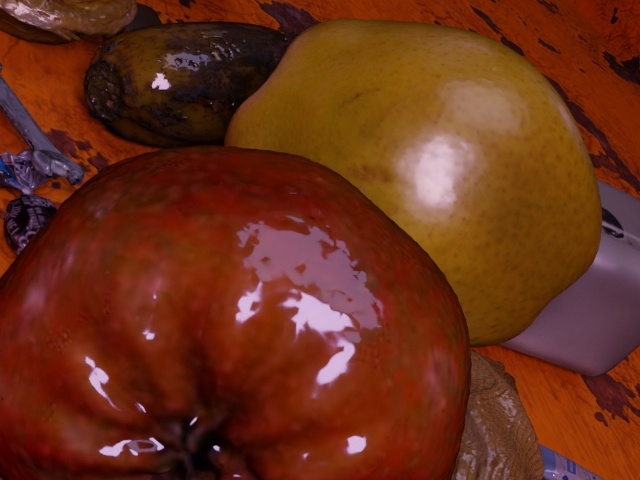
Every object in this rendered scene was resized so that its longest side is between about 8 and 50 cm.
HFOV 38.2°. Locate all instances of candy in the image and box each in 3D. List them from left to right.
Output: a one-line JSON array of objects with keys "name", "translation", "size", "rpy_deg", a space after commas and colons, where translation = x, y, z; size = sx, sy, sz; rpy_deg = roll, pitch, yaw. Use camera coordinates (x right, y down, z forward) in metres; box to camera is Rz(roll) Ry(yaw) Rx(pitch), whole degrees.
[{"name": "candy", "translation": [-0.305, -0.022, 1.002], "size": [0.094, 0.051, 0.226], "rpy_deg": [15, 38, -39]}]

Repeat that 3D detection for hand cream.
[{"name": "hand cream", "translation": [0.357, 0.331, 1.237], "size": [0.170, 0.043, 0.065], "rpy_deg": [30, 27, -5]}]

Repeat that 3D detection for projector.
[{"name": "projector", "translation": [0.367, 0.036, 1.426], "size": [0.249, 0.248, 0.248], "rpy_deg": [21, 35, -27]}]

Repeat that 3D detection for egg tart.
[{"name": "egg tart", "translation": [-0.397, -0.360, 1.284], "size": [0.295, 0.116, 0.295], "rpy_deg": [28, 34, -21]}]

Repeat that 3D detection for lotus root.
[{"name": "lotus root", "translation": [-0.139, -0.212, 1.284], "size": [0.196, 0.179, 0.397], "rpy_deg": [12, 16, 42]}]

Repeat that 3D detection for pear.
[{"name": "pear", "translation": [0.106, -0.066, 1.041], "size": [0.418, 0.362, 0.362], "rpy_deg": [34, 31, 6]}]

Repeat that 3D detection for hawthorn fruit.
[{"name": "hawthorn fruit", "translation": [-0.066, 0.105, 0.794], "size": [0.403, 0.403, 0.403], "rpy_deg": [26, 33, -19]}]

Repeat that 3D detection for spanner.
[{"name": "spanner", "translation": [-0.363, -0.156, 1.092], "size": [0.071, 0.017, 0.302], "rpy_deg": [12, 28, -50]}]

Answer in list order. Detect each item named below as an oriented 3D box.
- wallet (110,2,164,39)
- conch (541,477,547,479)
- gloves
[{"name": "wallet", "translation": [-0.273, -0.302, 1.414], "size": [0.110, 0.031, 0.198], "rpy_deg": [5, 44, -43]}, {"name": "conch", "translation": [0.250, 0.324, 1.112], "size": [0.106, 0.079, 0.170], "rpy_deg": [32, 16, -22]}, {"name": "gloves", "translation": [0.129, 0.216, 0.990], "size": [0.155, 0.203, 0.356], "rpy_deg": [48, 15, -2]}]
